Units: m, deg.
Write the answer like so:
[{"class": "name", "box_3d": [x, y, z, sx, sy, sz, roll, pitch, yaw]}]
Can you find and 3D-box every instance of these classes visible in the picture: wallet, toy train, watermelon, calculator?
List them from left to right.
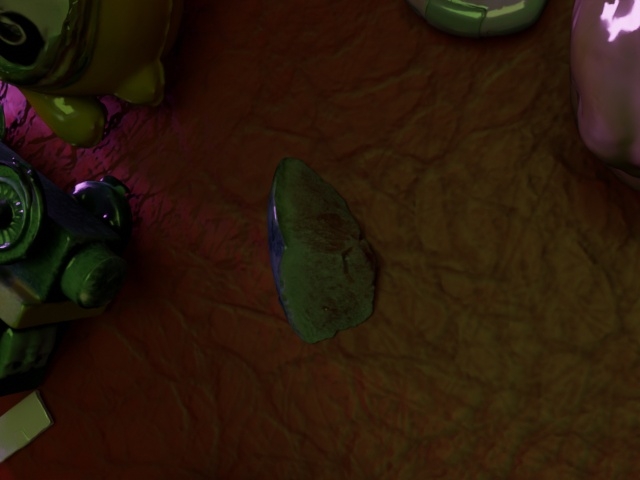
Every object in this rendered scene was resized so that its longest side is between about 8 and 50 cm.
[{"class": "toy train", "box_3d": [-0.374, -0.014, 0.702, 0.397, 0.160, 0.253, 35, 101, 19]}, {"class": "wallet", "box_3d": [-0.325, 0.200, 0.730, 0.083, 0.011, 0.044, -37, 74, 10]}, {"class": "watermelon", "box_3d": [-0.010, 0.000, 0.636, 0.094, 0.081, 0.180, -23, 81, -12]}, {"class": "calculator", "box_3d": [0.167, -0.300, 0.616, 0.141, 0.045, 0.246, 25, 90, 19]}]

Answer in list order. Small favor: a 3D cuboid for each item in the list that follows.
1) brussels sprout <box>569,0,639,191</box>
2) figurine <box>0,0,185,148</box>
[{"class": "brussels sprout", "box_3d": [0.303, -0.124, 0.451, 0.274, 0.242, 0.316, 14, 67, 1]}, {"class": "figurine", "box_3d": [-0.290, -0.270, 0.679, 0.340, 0.231, 0.323, 23, 116, 11]}]
